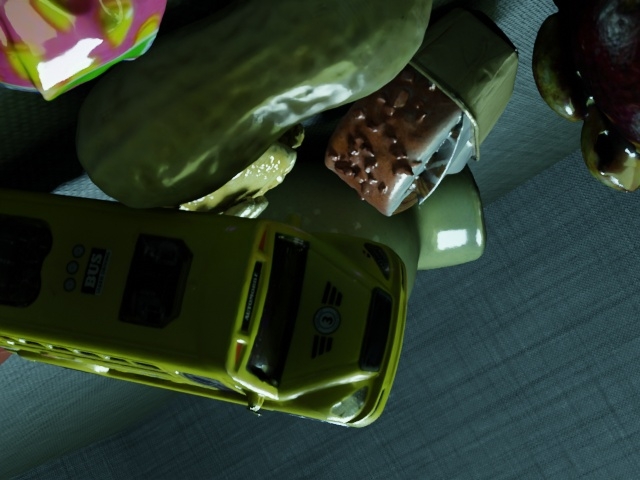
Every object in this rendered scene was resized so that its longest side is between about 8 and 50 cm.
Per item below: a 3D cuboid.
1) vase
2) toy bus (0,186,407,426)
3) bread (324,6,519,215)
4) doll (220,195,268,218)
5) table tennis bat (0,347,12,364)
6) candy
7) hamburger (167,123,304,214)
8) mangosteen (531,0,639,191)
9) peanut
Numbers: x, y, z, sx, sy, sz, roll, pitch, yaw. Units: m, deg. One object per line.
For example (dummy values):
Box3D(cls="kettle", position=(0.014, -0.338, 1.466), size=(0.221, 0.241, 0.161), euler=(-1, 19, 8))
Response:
Box3D(cls="vase", position=(0.000, 0.000, 1.124), size=(0.329, 0.241, 0.302), euler=(6, -153, 45))
Box3D(cls="toy bus", position=(-0.108, 0.045, 0.672), size=(0.331, 0.145, 0.151), euler=(7, 166, 20))
Box3D(cls="bread", position=(0.103, -0.130, 0.926), size=(0.212, 0.142, 0.224), euler=(-44, 169, 3))
Box3D(cls="doll", position=(-0.092, -0.012, 0.798), size=(0.061, 0.051, 0.093), euler=(-8, 136, -58))
Box3D(cls="table tennis bat", position=(-0.322, 0.081, 1.021), size=(0.414, 0.051, 0.268), euler=(-34, 169, 18))
Box3D(cls="candy", position=(-0.096, -0.173, 0.241), size=(0.124, 0.124, 0.365), euler=(-26, 160, -22))
Box3D(cls="hamburger", position=(-0.094, -0.069, 0.789), size=(0.147, 0.083, 0.138), euler=(-20, 173, -39))
Box3D(cls="mangosteen", position=(0.331, -0.194, 0.774), size=(0.306, 0.307, 0.347), euler=(-21, -178, -42))
Box3D(cls="peanut", position=(-0.040, -0.114, 0.621), size=(0.274, 0.111, 0.125), euler=(-29, 175, -2))
